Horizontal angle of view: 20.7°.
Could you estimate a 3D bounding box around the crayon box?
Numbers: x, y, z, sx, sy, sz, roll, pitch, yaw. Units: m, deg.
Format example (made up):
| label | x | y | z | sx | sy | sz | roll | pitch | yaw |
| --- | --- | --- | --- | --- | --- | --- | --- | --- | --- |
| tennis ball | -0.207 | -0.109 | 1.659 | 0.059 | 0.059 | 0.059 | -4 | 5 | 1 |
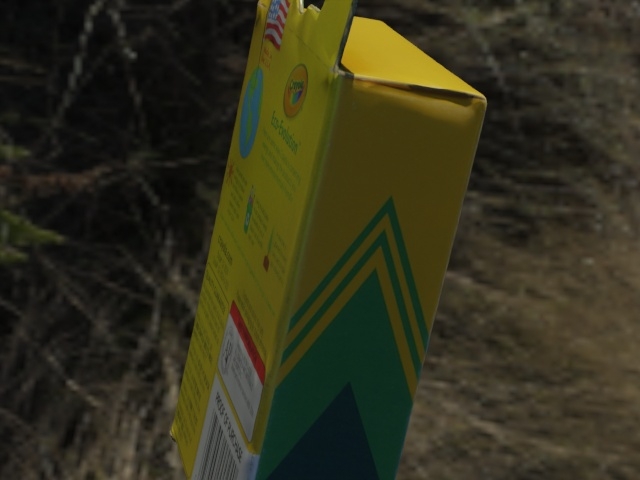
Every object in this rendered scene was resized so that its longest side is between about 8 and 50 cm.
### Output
| label | x | y | z | sx | sy | sz | roll | pitch | yaw |
| --- | --- | --- | --- | --- | --- | --- | --- | --- | --- |
| crayon box | 0.000 | 0.000 | 0.925 | 0.202 | 0.081 | 0.318 | -123 | -136 | -68 |
